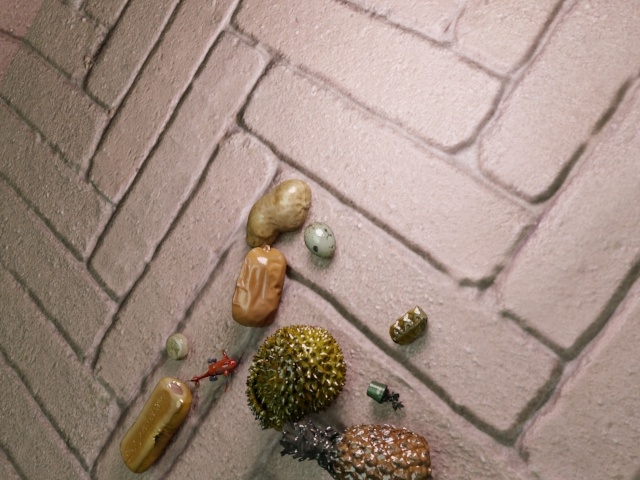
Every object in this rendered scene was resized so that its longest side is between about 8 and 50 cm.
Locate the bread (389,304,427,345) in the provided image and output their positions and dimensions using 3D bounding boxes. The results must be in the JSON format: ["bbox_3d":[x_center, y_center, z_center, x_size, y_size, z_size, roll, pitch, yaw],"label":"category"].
[{"bbox_3d":[0.224,0.222,1.579,0.110,0.060,0.066,-41,95,18],"label":"bread"}]

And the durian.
[{"bbox_3d":[-0.075,0.354,1.632,0.293,0.258,0.258,-50,61,27],"label":"durian"}]

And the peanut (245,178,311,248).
[{"bbox_3d":[-0.126,-0.074,1.793,0.253,0.122,0.137,-34,74,23],"label":"peanut"}]

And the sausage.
[{"bbox_3d":[-0.174,0.133,1.783,0.120,0.136,0.241,11,83,37],"label":"sausage"}]

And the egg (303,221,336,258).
[{"bbox_3d":[0.000,0.000,1.730,0.085,0.085,0.110,-35,79,20],"label":"egg"}]

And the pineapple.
[{"bbox_3d":[0.076,0.521,1.488,0.361,0.202,0.202,13,88,8],"label":"pineapple"}]

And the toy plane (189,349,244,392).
[{"bbox_3d":[-0.322,0.386,1.859,0.194,0.077,0.126,-4,71,38],"label":"toy plane"}]

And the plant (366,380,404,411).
[{"bbox_3d":[0.170,0.398,1.588,0.102,0.051,0.051,23,94,17],"label":"plant"}]

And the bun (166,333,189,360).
[{"bbox_3d":[-0.441,0.333,1.944,0.086,0.054,0.086,2,93,40],"label":"bun"}]

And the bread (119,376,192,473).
[{"bbox_3d":[-0.504,0.569,1.916,0.142,0.091,0.305,42,103,36],"label":"bread"}]
